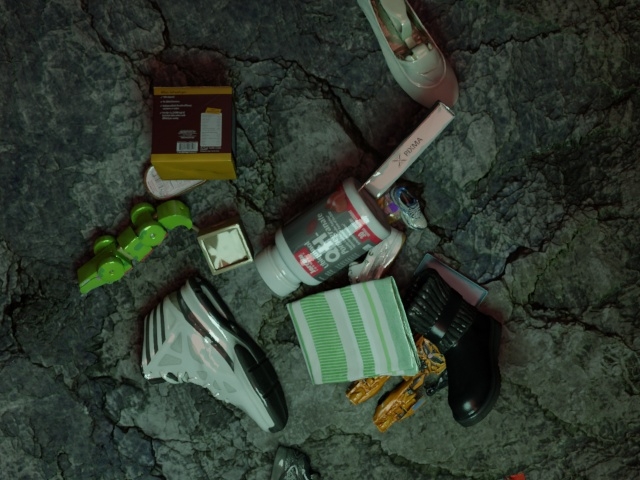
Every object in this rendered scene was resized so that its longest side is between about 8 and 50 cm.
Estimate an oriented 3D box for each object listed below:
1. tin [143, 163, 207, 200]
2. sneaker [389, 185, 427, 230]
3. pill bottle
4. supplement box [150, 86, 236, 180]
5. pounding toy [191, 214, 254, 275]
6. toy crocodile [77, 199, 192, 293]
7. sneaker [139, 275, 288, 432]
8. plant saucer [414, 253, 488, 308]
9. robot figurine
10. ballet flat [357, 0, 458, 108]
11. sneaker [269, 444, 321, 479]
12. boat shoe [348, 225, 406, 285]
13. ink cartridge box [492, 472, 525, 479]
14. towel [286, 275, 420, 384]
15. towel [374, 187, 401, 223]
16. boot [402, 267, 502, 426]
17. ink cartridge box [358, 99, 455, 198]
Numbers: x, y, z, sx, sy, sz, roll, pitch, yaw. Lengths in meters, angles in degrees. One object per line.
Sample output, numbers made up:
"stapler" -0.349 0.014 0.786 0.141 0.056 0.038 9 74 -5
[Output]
"tin" -0.361 -0.171 1.883 0.190 0.040 0.106 -27 99 1
"sneaker" 0.229 -0.082 1.881 0.052 0.058 0.135 -41 97 -17
"pill bottle" 0.000 0.000 1.821 0.319 0.176 0.176 -35 95 14
"supplement box" -0.305 -0.260 1.800 0.192 0.129 0.194 -1 74 -1
"pounding toy" -0.257 0.003 1.879 0.141 0.100 0.130 -19 109 3
"toy crocodile" -0.476 0.015 1.863 0.340 0.115 0.105 -40 133 3
"sneaker" -0.288 0.337 1.886 0.258 0.169 0.447 -35 87 11
"plant saucer" 0.339 0.110 1.927 0.192 0.018 0.067 32 94 -4
"robot figurine" 0.218 0.349 1.912 0.291 0.085 0.211 -45 95 3
"ballet flat" 0.213 -0.493 1.816 0.139 0.139 0.400 -32 95 2
"sneaker" -0.075 0.661 1.934 0.130 0.087 0.227 13 89 4
"boat shoe" 0.114 0.083 1.887 0.096 0.098 0.277 31 92 6
"ink cartridge box" 0.497 0.668 1.972 0.115 0.029 0.062 -15 95 1
"towel" 0.076 0.236 1.839 0.325 0.038 0.247 -15 95 36
"towel" 0.178 -0.088 1.911 0.060 0.009 0.083 -30 95 1
"boot" 0.303 0.254 1.793 0.260 0.348 0.131 37 129 -17
"ink cartridge box" 0.209 -0.214 1.762 0.060 0.239 0.275 42 105 -4
